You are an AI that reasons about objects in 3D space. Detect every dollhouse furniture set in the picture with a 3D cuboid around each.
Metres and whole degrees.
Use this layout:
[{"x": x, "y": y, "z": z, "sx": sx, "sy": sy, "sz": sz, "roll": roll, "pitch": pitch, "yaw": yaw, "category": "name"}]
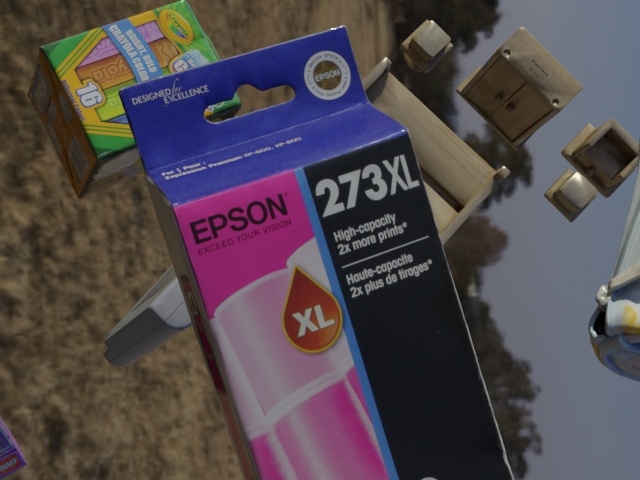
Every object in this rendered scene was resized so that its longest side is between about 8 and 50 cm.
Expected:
[{"x": 0.149, "y": -0.067, "z": 1.234, "sx": 0.303, "sy": 0.355, "sz": 0.174, "roll": 44, "pitch": -11, "yaw": 1, "category": "dollhouse furniture set"}]

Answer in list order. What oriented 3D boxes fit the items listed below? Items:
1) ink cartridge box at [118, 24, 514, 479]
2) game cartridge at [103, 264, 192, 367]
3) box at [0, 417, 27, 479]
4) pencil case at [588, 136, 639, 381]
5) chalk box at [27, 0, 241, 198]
[{"x": 0.004, "y": 0.046, "z": 0.706, "sx": 0.370, "sy": 0.176, "sz": 0.069, "roll": 72, "pitch": -18, "yaw": -3, "category": "ink cartridge box"}, {"x": -0.133, "y": 0.022, "z": 1.250, "sx": 0.062, "sy": 0.198, "sz": 0.297, "roll": 48, "pitch": 52, "yaw": -12, "category": "game cartridge"}, {"x": -0.669, "y": 0.382, "z": 1.723, "sx": 0.057, "sy": 0.293, "sz": 0.201, "roll": 48, "pitch": -21, "yaw": 40, "category": "box"}, {"x": 0.258, "y": -0.033, "z": 0.677, "sx": 0.113, "sy": 0.124, "sz": 0.273, "roll": 88, "pitch": 19, "yaw": -70, "category": "pencil case"}, {"x": -0.240, "y": -0.212, "z": 1.461, "sx": 0.179, "sy": 0.289, "sz": 0.180, "roll": 62, "pitch": -27, "yaw": 4, "category": "chalk box"}]
